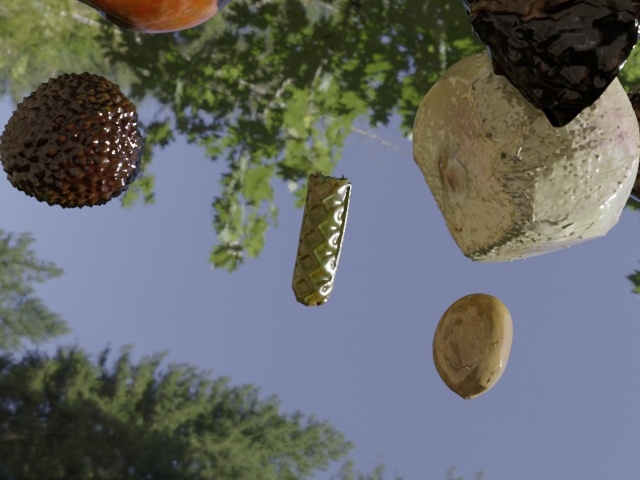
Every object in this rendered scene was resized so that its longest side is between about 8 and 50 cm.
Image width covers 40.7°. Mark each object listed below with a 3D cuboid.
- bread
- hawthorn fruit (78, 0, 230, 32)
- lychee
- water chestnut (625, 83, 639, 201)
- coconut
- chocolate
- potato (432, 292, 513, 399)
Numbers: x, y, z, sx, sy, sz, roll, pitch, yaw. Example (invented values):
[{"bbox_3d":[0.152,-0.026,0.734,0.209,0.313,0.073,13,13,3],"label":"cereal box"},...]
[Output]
[{"bbox_3d":[0.000,0.000,1.692,0.098,0.087,0.269,-113,-147,-80],"label":"bread"},{"bbox_3d":[-0.176,-0.331,0.836,0.284,0.284,0.284,-15,-111,44],"label":"hawthorn fruit"},{"bbox_3d":[-0.467,-0.178,1.612,0.267,0.267,0.267,-15,-111,44],"label":"lychee"},{"bbox_3d":[0.617,-0.207,1.407,0.335,0.335,0.347,-1,-71,47],"label":"water chestnut"},{"bbox_3d":[0.287,-0.121,1.181,0.297,0.254,0.297,170,-90,-70],"label":"coconut"},{"bbox_3d":[0.231,-0.258,0.899,0.206,0.177,0.224,-58,-172,39],"label":"chocolate"},{"bbox_3d":[0.213,0.145,1.198,0.112,0.112,0.147,18,-95,48],"label":"potato"}]
